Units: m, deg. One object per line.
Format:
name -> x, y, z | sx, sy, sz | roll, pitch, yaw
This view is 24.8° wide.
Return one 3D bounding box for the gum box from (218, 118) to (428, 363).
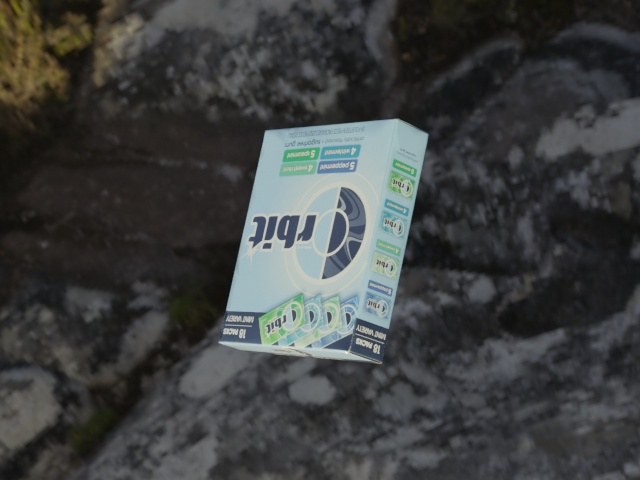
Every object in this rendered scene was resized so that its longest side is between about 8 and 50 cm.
gum box -> 0.000, 0.000, 1.151 | 0.157, 0.041, 0.184 | 0, 75, 47
